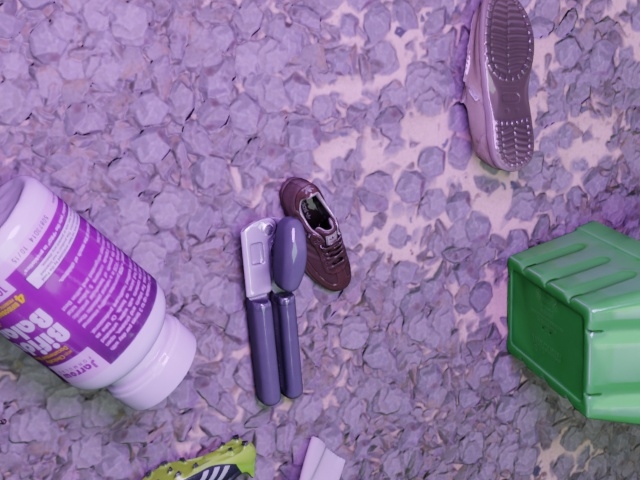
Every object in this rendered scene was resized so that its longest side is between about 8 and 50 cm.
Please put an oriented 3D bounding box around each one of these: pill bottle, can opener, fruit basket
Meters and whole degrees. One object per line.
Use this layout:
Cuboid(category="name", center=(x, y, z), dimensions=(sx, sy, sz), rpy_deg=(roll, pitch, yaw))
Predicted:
Cuboid(category="pill bottle", center=(-0.297, 0.075, 1.248), dimensions=(0.301, 0.169, 0.169), rpy_deg=(44, 80, -28))
Cuboid(category="can opener", center=(-0.063, 0.101, 1.430), dimensions=(0.074, 0.093, 0.281), rpy_deg=(-12, 112, -26))
Cuboid(category="fruit basket", center=(0.507, 0.101, 1.568), dimensions=(0.392, 0.392, 0.283), rpy_deg=(-10, 106, -26))

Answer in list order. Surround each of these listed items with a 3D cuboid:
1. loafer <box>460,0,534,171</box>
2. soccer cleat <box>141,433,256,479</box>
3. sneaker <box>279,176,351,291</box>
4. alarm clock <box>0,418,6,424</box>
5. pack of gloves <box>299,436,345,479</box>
Cuboid(category="loafer", center=(0.252, -0.232, 1.514), dimensions=(0.101, 0.092, 0.269), rpy_deg=(3, 85, -30))
Cuboid(category="soccer cleat", center=(-0.168, 0.334, 1.444), dimensions=(0.178, 0.060, 0.072), rpy_deg=(-16, 111, -27))
Cuboid(category="sneaker", center=(0.000, 0.000, 1.443), dimensions=(0.066, 0.071, 0.188), rpy_deg=(-36, 116, -16))
Cuboid(category="alarm clock", center=(-0.491, 0.239, 1.249), dimensions=(0.192, 0.064, 0.129), rpy_deg=(27, 89, -27))
Cuboid(category="pack of gloves", center=(0.032, 0.436, 1.517), dimensions=(0.195, 0.046, 0.232), rpy_deg=(42, 50, -31))
